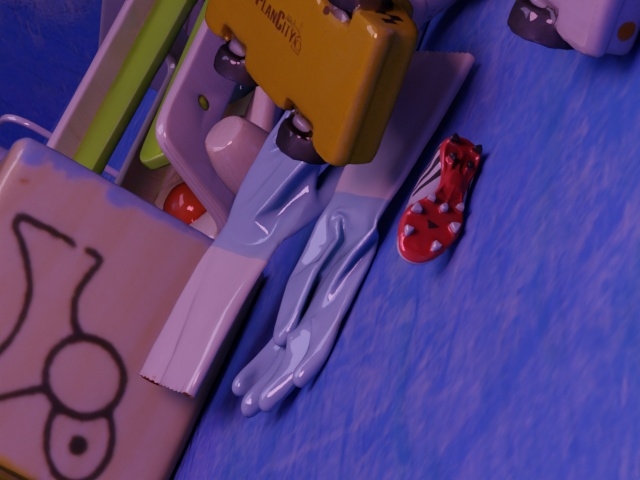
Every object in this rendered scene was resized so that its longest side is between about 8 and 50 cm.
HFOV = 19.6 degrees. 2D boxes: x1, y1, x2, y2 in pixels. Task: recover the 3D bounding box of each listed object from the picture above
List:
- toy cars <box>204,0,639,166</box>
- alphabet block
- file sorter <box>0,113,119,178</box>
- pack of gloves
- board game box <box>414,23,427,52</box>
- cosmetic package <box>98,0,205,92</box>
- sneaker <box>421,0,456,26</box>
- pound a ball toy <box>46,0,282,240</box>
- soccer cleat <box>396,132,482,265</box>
[{"bbox_3d":[0.063,-0.134,0.930,0.394,0.087,0.176,-20,70,58],"label":"toy cars"},{"bbox_3d":[-0.181,0.078,1.237,0.197,0.192,0.193,-64,11,-22],"label":"alphabet block"},{"bbox_3d":[-0.299,0.047,1.765,0.277,0.193,0.173,-64,16,-17],"label":"file sorter"},{"bbox_3d":[0.000,0.000,1.078,0.195,0.046,0.232,12,72,62],"label":"pack of gloves"},{"bbox_3d":[-0.010,-0.213,1.180,0.035,0.201,0.136,-40,24,56],"label":"board game box"},{"bbox_3d":[-0.143,-0.281,1.895,0.309,0.113,0.160,113,-177,-72],"label":"cosmetic package"},{"bbox_3d":[0.085,-0.202,1.022,0.297,0.111,0.129,-50,25,46],"label":"sneaker"},{"bbox_3d":[-0.068,-0.093,1.381,0.208,0.135,0.319,-19,33,29],"label":"pound a ball toy"},{"bbox_3d":[0.055,-0.016,0.896,0.083,0.029,0.035,-66,5,-37],"label":"soccer cleat"}]
